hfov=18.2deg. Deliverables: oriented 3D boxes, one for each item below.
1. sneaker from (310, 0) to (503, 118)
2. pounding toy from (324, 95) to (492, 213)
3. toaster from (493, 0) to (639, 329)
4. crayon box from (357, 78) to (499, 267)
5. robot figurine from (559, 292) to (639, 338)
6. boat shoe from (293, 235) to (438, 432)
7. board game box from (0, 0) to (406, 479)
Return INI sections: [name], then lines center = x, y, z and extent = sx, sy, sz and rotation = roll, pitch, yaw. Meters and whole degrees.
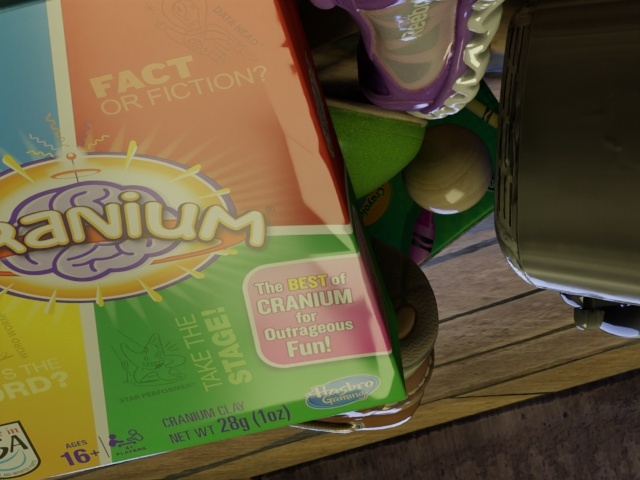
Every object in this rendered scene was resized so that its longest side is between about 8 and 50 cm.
[sneaker]
center = 0.035, -0.127, 0.917
extent = 0.104, 0.095, 0.236
rotation = -3, 162, -10
[pounding toy]
center = -0.027, -0.028, 1.104
extent = 0.183, 0.110, 0.237
rotation = 11, -177, 31
[toaster]
center = 0.186, -0.061, 1.129
extent = 0.146, 0.227, 0.129
rotation = 1, 177, 34
[crayon box]
center = 0.000, 0.000, 1.344
extent = 0.165, 0.081, 0.278
rotation = -35, -176, -34
[robot figurine]
center = 0.279, -0.022, 1.462
extent = 0.278, 0.209, 0.173
rotation = -5, 150, -28
[boat shoe]
center = -0.082, 0.039, 1.195
extent = 0.324, 0.123, 0.116
rotation = 21, 148, 23
[board game box]
center = -0.107, -0.015, 0.967
extent = 0.242, 0.064, 0.316
rotation = -13, 136, 6
